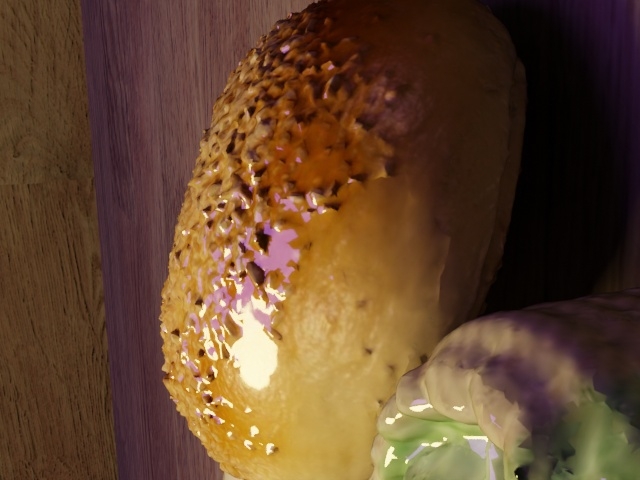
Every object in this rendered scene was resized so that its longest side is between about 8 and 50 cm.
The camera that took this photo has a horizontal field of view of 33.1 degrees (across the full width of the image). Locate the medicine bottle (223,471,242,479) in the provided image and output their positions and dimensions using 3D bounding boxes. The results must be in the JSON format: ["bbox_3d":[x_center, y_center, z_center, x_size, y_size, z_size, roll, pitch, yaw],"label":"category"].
[{"bbox_3d":[-0.013,0.219,0.867,0.179,0.124,0.324,35,128,57],"label":"medicine bottle"}]

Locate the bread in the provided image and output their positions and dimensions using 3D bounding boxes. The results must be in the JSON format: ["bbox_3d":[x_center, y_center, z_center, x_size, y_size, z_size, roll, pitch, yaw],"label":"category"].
[{"bbox_3d":[0.000,0.000,0.597,0.305,0.158,0.306,-166,90,-84],"label":"bread"}]

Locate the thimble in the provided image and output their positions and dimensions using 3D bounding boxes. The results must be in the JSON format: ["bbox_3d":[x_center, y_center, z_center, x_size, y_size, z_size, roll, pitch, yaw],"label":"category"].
[{"bbox_3d":[0.114,0.123,0.416,0.219,0.150,0.219,173,90,-70],"label":"thimble"}]
